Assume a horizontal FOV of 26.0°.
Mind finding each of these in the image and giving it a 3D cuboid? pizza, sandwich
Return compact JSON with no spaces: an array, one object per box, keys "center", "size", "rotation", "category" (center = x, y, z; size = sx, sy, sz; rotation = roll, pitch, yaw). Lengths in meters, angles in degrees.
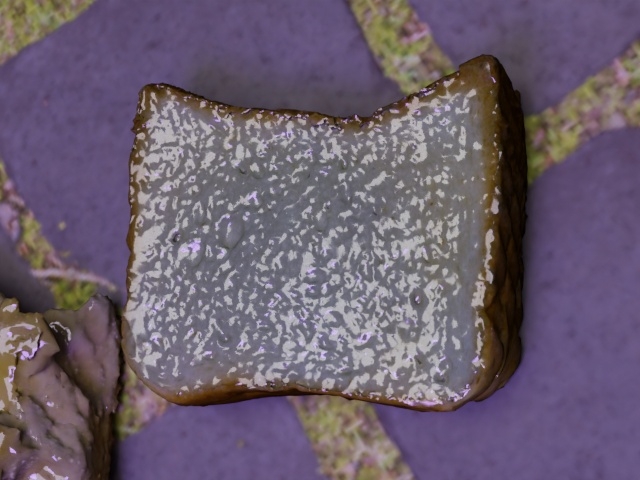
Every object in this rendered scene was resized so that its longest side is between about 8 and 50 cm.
[{"center":[-0.232,0.099,0.792],"size":[0.323,0.089,0.223],"rotation":[26,87,20],"category":"pizza"},{"center":[0.000,0.000,0.742],"size":[0.214,0.065,0.186],"rotation":[1,82,21],"category":"sandwich"}]
